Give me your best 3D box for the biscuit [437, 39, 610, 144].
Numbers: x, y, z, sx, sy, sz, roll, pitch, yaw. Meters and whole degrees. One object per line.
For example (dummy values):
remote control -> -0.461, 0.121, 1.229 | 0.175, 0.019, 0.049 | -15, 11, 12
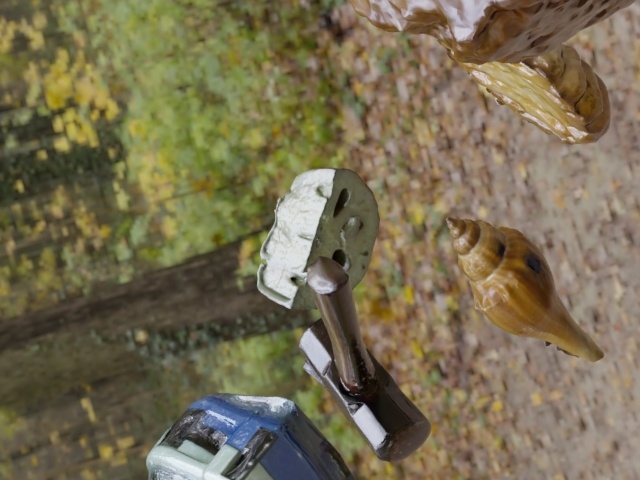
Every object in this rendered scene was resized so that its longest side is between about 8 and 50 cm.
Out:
biscuit -> 0.335, -0.277, 1.944 | 0.326, 0.107, 0.326 | 36, 179, 1

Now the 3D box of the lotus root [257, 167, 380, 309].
lotus root -> 0.000, 0.000, 1.903 | 0.119, 0.138, 0.234 | 19, 85, 58

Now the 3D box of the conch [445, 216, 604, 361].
conch -> 0.275, 0.067, 1.569 | 0.093, 0.330, 0.109 | -26, 33, 49

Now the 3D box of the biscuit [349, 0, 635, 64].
biscuit -> 0.232, -0.305, 0.944 | 0.166, 0.343, 0.395 | 54, 155, 8

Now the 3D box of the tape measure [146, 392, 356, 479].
tape measure -> -0.095, 0.319, 1.538 | 0.262, 0.138, 0.259 | 3, 136, 41

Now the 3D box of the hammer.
hammer -> 0.033, 0.145, 1.693 | 0.242, 0.095, 0.408 | 50, 169, 31
